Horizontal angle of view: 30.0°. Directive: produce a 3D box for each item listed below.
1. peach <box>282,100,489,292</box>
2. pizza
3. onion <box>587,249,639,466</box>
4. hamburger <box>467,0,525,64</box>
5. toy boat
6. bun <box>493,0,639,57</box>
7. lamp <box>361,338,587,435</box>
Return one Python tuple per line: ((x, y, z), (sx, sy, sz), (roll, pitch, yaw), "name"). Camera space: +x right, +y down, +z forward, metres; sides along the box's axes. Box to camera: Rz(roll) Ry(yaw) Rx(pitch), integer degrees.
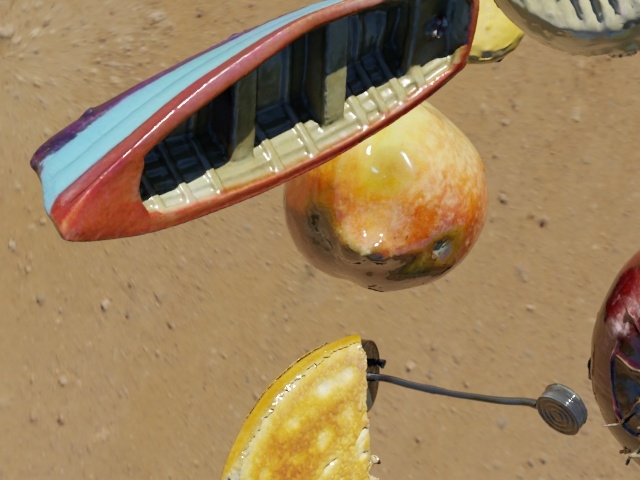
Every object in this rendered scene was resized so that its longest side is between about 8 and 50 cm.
((0.070, -0.044, 1.324), (0.232, 0.257, 0.232), (5, 128, 6), "peach")
((-0.010, 0.210, 1.179), (0.201, 0.053, 0.193), (-39, 119, -29), "pizza")
((0.417, 0.107, 1.142), (0.313, 0.232, 0.314), (11, 123, 18), "onion")
((0.232, -0.338, 1.759), (0.162, 0.115, 0.162), (1, 100, 3), "hamburger")
((-0.036, -0.103, 0.854), (0.392, 0.079, 0.136), (-28, 140, -31), "toy boat")
((0.327, -0.379, 1.289), (0.326, 0.234, 0.362), (32, 108, 4), "bun")
((0.177, 0.227, 1.622), (0.108, 0.371, 0.130), (-41, 133, -34), "lamp")
